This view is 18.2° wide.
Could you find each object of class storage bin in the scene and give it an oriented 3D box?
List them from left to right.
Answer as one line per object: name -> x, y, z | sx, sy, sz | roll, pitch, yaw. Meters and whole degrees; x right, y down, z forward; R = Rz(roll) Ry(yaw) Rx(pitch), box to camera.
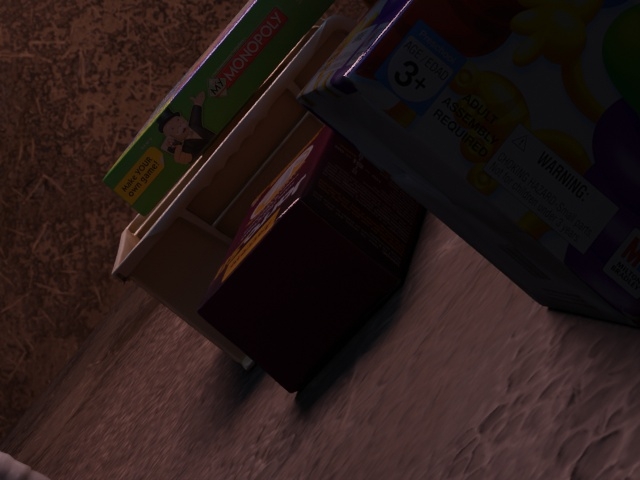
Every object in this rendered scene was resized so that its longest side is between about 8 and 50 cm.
storage bin -> -0.027, -0.052, 1.523 | 0.260, 0.123, 0.262 | -50, 7, 2

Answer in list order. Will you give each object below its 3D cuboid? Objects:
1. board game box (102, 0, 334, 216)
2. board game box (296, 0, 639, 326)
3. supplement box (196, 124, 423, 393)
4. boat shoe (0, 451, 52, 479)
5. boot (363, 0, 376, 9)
board game box -> -0.031, -0.174, 1.513 | 0.317, 0.046, 0.213 | -47, 7, 19
board game box -> 0.137, -0.120, 0.776 | 0.275, 0.142, 0.144 | -51, 7, -5
supplement box -> 0.000, 0.000, 1.252 | 0.104, 0.081, 0.188 | -47, 8, 22
boat shoe -> -0.322, 0.287, 1.448 | 0.367, 0.156, 0.136 | -47, 7, 21
boot -> 0.056, -0.107, 0.925 | 0.104, 0.211, 0.295 | 19, 36, 39
